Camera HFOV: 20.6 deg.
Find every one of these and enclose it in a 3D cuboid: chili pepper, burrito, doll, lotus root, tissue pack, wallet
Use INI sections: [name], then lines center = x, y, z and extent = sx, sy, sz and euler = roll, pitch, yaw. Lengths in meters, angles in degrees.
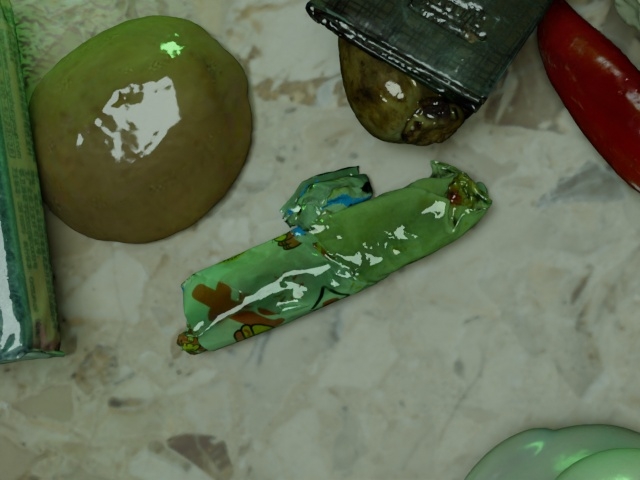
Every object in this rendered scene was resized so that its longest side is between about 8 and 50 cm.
[chili pepper]
center = 0.315, -0.077, 1.387
extent = 0.368, 0.092, 0.137
euler = 28, 79, 7
[burrito]
center = 0.000, 0.000, 1.456
extent = 0.288, 0.054, 0.104
euler = -24, 81, 9
[doll]
center = 0.201, 0.240, 1.327
extent = 0.251, 0.221, 0.221
euler = -30, 82, 7
[lotus root]
center = 0.063, -0.166, 1.437
extent = 0.108, 0.094, 0.191
euler = -6, 70, -32
[tissue pack]
center = -0.349, -0.039, 1.484
extent = 0.228, 0.103, 0.316
euler = -11, 84, 18
[wallet]
center = 0.143, -0.264, 1.402
extent = 0.169, 0.044, 0.317
euler = 32, 74, 13

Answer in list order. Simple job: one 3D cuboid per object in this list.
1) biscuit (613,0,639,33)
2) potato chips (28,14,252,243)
[biscuit]
center = 0.411, -0.220, 1.340
extent = 0.446, 0.104, 0.429
euler = -34, 77, -10
[potato chips]
center = -0.162, -0.095, 1.484
extent = 0.208, 0.062, 0.195
euler = -4, 88, 8
